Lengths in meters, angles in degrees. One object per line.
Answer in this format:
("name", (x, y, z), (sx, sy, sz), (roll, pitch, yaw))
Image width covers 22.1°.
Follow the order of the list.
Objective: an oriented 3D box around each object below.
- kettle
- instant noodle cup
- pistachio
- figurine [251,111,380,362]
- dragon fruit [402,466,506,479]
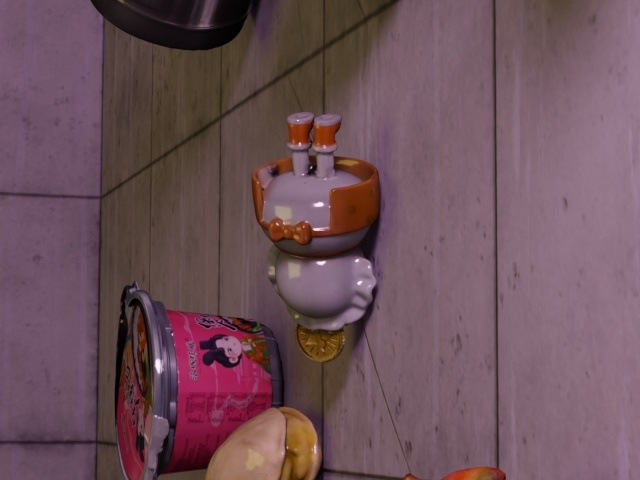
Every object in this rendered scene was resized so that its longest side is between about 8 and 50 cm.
("kettle", (-0.148, -0.465, 2.170), (0.321, 0.228, 0.324), (-60, -4, -50))
("instant noodle cup", (-0.153, 0.194, 2.098), (0.258, 0.182, 0.302), (128, 140, -60))
("pistachio", (-0.070, 0.265, 1.937), (0.200, 0.117, 0.145), (121, 152, -55))
("figurine", (-0.005, 0.000, 1.743), (0.143, 0.143, 0.271), (-159, 74, -71))
("dragon fruit", (0.089, 0.291, 1.226), (0.225, 0.305, 0.305), (-64, 10, -20))
